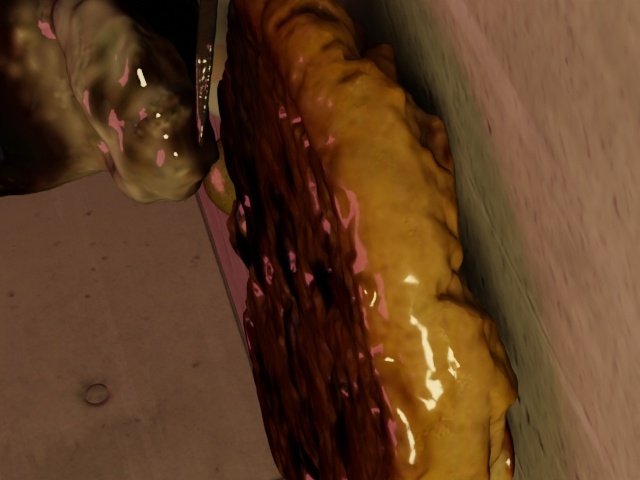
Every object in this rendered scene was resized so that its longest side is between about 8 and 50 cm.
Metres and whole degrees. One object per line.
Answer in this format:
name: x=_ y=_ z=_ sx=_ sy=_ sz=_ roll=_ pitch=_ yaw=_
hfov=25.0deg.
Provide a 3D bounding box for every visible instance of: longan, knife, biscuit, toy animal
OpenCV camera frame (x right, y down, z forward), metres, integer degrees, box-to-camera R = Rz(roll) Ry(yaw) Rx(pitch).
longan: x=-0.059 y=-0.054 z=1.195 sx=0.083 sy=0.075 sz=0.075 roll=-1 pitch=110 yaw=40
knife: x=-0.043 y=-0.148 z=0.627 sx=0.060 sy=0.028 sz=0.230 roll=99 pitch=173 yaw=-69
biscuit: x=0.018 y=0.031 z=0.648 sx=0.334 sy=0.081 sz=0.289 roll=129 pitch=127 yaw=-78
toy animal: x=-0.169 y=-0.172 z=0.705 sx=0.302 sy=0.194 sz=0.344 roll=27 pitch=149 yaw=60

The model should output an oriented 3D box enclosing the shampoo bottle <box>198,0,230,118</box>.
shampoo bottle: x=-0.055 y=-0.157 z=0.827 sx=0.192 sy=0.074 sz=0.074 roll=80 pitch=171 yaw=-46
